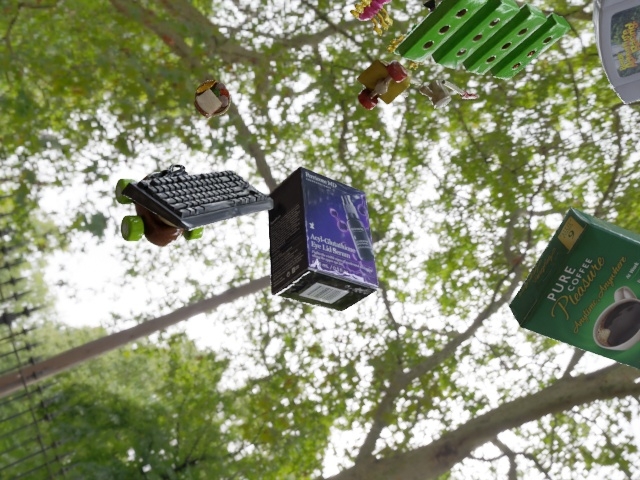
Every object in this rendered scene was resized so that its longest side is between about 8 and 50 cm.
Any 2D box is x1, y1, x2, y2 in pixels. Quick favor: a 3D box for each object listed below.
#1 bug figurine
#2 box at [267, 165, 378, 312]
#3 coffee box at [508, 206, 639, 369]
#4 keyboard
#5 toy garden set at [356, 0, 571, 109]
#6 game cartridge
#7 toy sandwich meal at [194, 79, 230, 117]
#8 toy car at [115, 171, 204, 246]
[{"bbox_3d":[0.190,-0.480,1.321,0.216,0.279,0.072,-33,-139,35],"label":"bug figurine"},{"bbox_3d":[0.000,0.000,1.121,0.108,0.153,0.207,-37,-132,41],"label":"box"},{"bbox_3d":[0.276,0.052,0.580,0.040,0.184,0.113,-97,-152,-64],"label":"coffee box"},{"bbox_3d":[-0.130,-0.055,0.687,0.108,0.180,0.023,29,-71,17],"label":"keyboard"},{"bbox_3d":[0.176,-0.245,0.847,0.203,0.244,0.049,-39,-114,40],"label":"toy garden set"},{"bbox_3d":[0.546,-0.348,1.044,0.195,0.294,0.060,-12,-128,25],"label":"game cartridge"},{"bbox_3d":[-0.231,-0.305,1.391,0.029,0.085,0.086,171,-98,-72],"label":"toy sandwich meal"},{"bbox_3d":[-0.273,-0.082,1.218,0.188,0.155,0.149,-30,-112,49],"label":"toy car"}]
